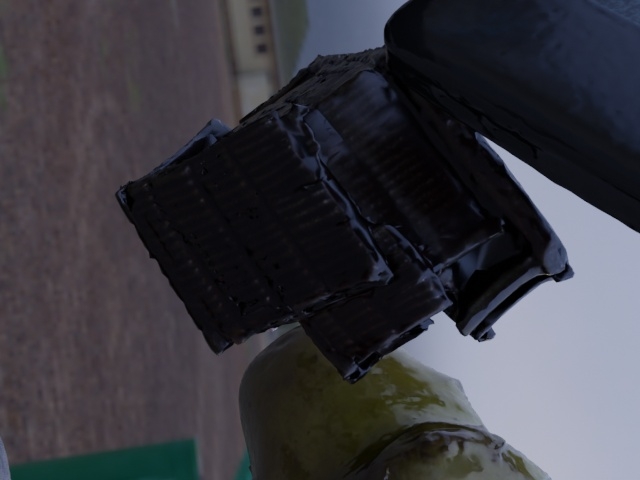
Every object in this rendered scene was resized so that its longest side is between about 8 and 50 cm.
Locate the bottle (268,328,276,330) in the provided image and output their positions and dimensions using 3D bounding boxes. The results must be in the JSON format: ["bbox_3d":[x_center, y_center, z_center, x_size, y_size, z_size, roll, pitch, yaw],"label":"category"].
[{"bbox_3d":[-0.087,0.029,2.141,0.148,0.147,0.236,84,24,-51],"label":"bottle"}]

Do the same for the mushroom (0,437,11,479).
[{"bbox_3d":[-0.419,0.199,1.414,0.345,0.239,0.345,170,-90,-73],"label":"mushroom"}]

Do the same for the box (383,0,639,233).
[{"bbox_3d":[0.231,-0.145,1.063,0.289,0.290,0.073,34,-32,25],"label":"box"}]

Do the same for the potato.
[{"bbox_3d":[0.031,0.212,1.554,0.296,0.290,0.397,58,-7,12],"label":"potato"}]

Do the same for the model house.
[{"bbox_3d":[0.000,0.000,1.340,0.317,0.282,0.297,53,-14,1],"label":"model house"}]
